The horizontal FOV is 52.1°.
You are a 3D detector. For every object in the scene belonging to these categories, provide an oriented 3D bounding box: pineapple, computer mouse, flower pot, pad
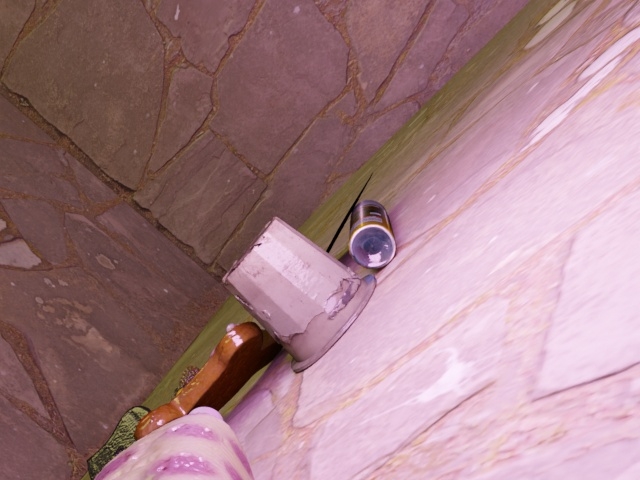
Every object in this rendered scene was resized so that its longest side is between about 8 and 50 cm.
[{"bbox_3d":[-0.398,0.445,1.911,0.074,0.074,0.159,-40,18,53],"label":"pineapple"},{"bbox_3d":[-0.516,0.572,1.745,0.264,0.088,0.147,-49,51,-7],"label":"computer mouse"},{"bbox_3d":[-0.049,0.082,1.096,0.212,0.203,0.212,-50,9,10],"label":"flower pot"},{"bbox_3d":[0.001,0.000,1.485,0.375,0.063,0.315,-61,-4,34],"label":"pad"}]

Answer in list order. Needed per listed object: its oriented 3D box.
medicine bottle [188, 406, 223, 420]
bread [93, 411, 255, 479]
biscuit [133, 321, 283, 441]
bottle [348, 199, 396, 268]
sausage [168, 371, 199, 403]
[{"bbox_3d":[-0.199,0.338,1.002,0.095,0.095,0.260,-48,5,5],"label":"medicine bottle"},{"bbox_3d":[-0.152,0.284,0.636,0.187,0.155,0.338,-36,4,-7],"label":"bread"},{"bbox_3d":[-0.251,0.312,1.204,0.432,0.064,0.283,-48,-17,-2],"label":"biscuit"},{"bbox_3d":[0.095,-0.019,1.243,0.082,0.082,0.286,-47,6,11],"label":"bottle"},{"bbox_3d":[-0.375,0.443,1.760,0.301,0.066,0.066,-48,6,24],"label":"sausage"}]
